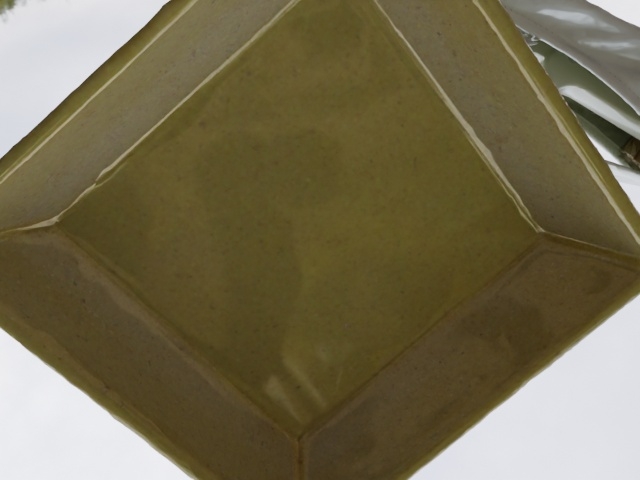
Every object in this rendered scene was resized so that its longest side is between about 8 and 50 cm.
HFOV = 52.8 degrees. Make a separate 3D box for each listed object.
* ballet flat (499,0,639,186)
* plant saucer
[{"bbox_3d":[0.184,-0.151,0.549,0.400,0.139,0.139,31,-133,0],"label":"ballet flat"},{"bbox_3d":[0.000,0.000,0.421,0.333,0.333,0.081,-41,-159,4],"label":"plant saucer"}]
